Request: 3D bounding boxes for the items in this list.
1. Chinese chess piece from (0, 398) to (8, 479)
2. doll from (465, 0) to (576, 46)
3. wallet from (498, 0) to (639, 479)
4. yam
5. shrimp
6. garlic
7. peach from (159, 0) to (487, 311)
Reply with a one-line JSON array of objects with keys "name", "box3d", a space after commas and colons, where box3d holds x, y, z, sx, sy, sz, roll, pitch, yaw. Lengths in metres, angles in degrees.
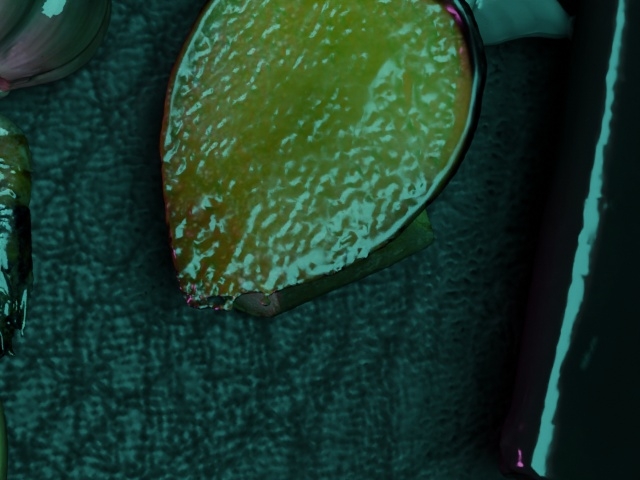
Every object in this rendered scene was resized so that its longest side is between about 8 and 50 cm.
[{"name": "Chinese chess piece", "box3d": [-0.308, 0.128, 1.082, 0.251, 0.097, 0.251, 1, 86, -18]}, {"name": "doll", "box3d": [0.077, -0.180, 1.242, 0.227, 0.075, 0.102, 24, 69, -2]}, {"name": "wallet", "box3d": [0.240, -0.022, 1.253, 0.228, 0.062, 0.406, 15, 82, -37]}, {"name": "yam", "box3d": [0.000, 0.000, 1.204, 0.146, 0.070, 0.070, -25, 93, -16]}, {"name": "shrimp", "box3d": [-0.220, -0.003, 1.158, 0.091, 0.034, 0.161, -7, 81, -6]}, {"name": "garlic", "box3d": [-0.187, -0.181, 1.142, 0.131, 0.127, 0.194, 42, 49, -53]}, {"name": "peach", "box3d": [-0.005, -0.072, 1.168, 0.189, 0.068, 0.279, 32, 82, 10]}]
